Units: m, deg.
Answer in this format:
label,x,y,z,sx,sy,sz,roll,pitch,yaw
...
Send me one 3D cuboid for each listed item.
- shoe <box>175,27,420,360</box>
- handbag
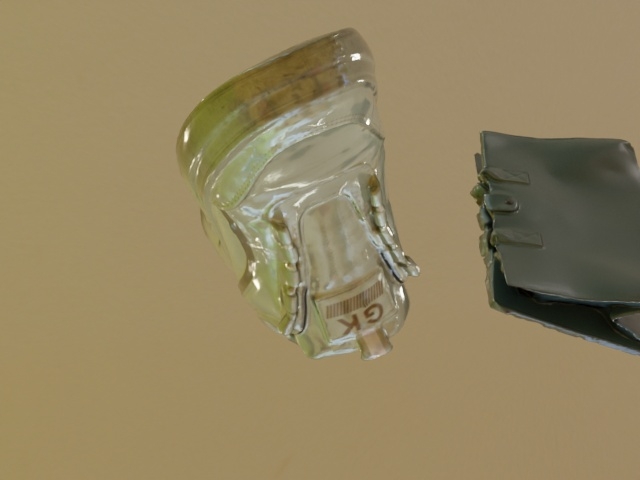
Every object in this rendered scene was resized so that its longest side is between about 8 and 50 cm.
label,x,y,z,sx,sy,sz,roll,pitch,yaw
shoe,0.000,0.000,0.736,0.124,0.316,0.159,-27,-102,-10
handbag,0.196,-0.009,0.943,0.144,0.221,0.057,10,-52,-6
